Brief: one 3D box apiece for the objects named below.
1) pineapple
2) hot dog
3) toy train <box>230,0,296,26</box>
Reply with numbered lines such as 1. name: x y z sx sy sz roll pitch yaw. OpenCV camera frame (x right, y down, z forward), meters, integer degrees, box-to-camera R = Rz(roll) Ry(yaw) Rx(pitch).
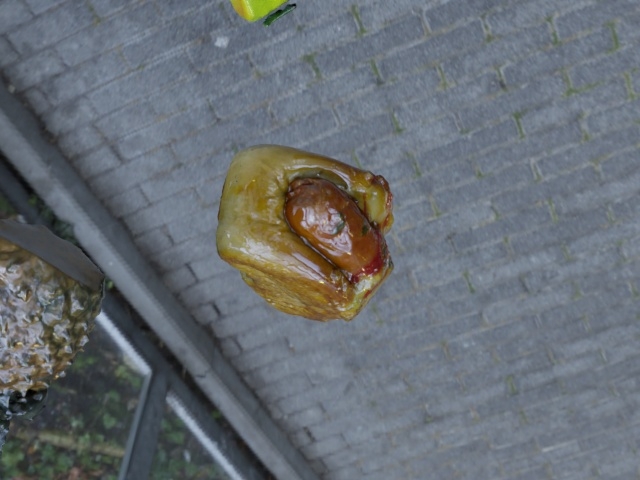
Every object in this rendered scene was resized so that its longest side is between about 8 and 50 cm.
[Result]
1. pineapple: -0.256 0.112 0.642 0.125 0.125 0.251 24 101 -15
2. hot dog: 0.000 0.000 0.868 0.153 0.150 0.256 6 162 15
3. toy train: 0.061 -0.207 0.394 0.296 0.160 0.100 -37 138 -15
